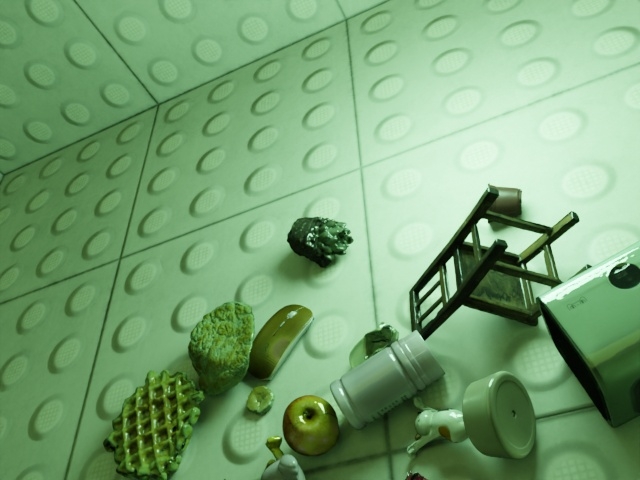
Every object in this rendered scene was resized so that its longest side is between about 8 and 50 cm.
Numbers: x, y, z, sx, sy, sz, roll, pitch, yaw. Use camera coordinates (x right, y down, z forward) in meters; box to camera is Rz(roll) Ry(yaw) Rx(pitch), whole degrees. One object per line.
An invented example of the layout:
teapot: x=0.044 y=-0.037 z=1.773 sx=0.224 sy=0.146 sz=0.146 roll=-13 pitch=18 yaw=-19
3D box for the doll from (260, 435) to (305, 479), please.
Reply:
doll: x=-0.029 y=0.583 z=1.419 sx=0.094 sy=0.160 sz=0.365 roll=-13 pitch=28 yaw=-35

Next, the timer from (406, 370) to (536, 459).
timer: x=0.302 y=0.391 z=1.401 sx=0.266 sy=0.175 sz=0.175 roll=-24 pitch=40 yaw=41

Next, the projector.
projector: x=0.610 y=0.185 z=1.283 sx=0.249 sy=0.248 sz=0.248 roll=-30 pitch=42 yaw=6

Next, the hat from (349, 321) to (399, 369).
hat: x=0.139 y=0.279 z=1.629 sx=0.166 sy=0.081 sz=0.122 roll=-54 pitch=19 yaw=5

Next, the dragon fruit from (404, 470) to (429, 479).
dragon fruit: x=0.216 y=0.604 z=1.266 sx=0.161 sy=0.126 sz=0.274 roll=-43 pitch=32 yaw=7

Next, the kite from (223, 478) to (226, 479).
kite: x=-0.258 y=0.619 z=1.640 sx=0.078 sy=0.002 sz=0.044 roll=13 pitch=60 yaw=40

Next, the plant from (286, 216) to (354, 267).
plant: x=0.000 y=0.000 z=1.944 sx=0.195 sy=0.129 sz=0.132 roll=10 pitch=61 yaw=43

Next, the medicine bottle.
medicine bottle: x=0.157 y=0.329 z=1.535 sx=0.250 sy=0.133 sz=0.133 roll=-34 pitch=42 yaw=4

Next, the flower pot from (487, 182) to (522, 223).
flower pot: x=0.494 y=-0.100 z=1.742 sx=0.089 sy=0.111 sz=0.111 roll=0 pitch=51 yaw=14

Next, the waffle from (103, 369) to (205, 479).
waffle: x=-0.461 y=0.514 z=1.820 sx=0.297 sy=0.073 sz=0.317 roll=9 pitch=60 yaw=37

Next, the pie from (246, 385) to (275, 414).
pie: x=-0.160 y=0.428 z=1.738 sx=0.084 sy=0.020 sz=0.084 roll=-17 pitch=47 yaw=19

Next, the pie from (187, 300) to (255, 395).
pie: x=-0.271 y=0.297 z=1.840 sx=0.257 sy=0.105 sz=0.274 roll=-45 pitch=39 yaw=16

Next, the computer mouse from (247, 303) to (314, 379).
computer mouse: x=-0.117 y=0.278 z=1.823 sx=0.126 sy=0.056 sz=0.245 roll=19 pitch=63 yaw=42

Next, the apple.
apple: x=-0.024 y=0.447 z=1.559 sx=0.147 sy=0.146 sz=0.146 roll=-18 pitch=45 yaw=19

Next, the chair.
chair: x=0.411 y=0.102 z=1.559 sx=0.241 sy=0.416 sz=0.203 roll=13 pitch=48 yaw=-13
